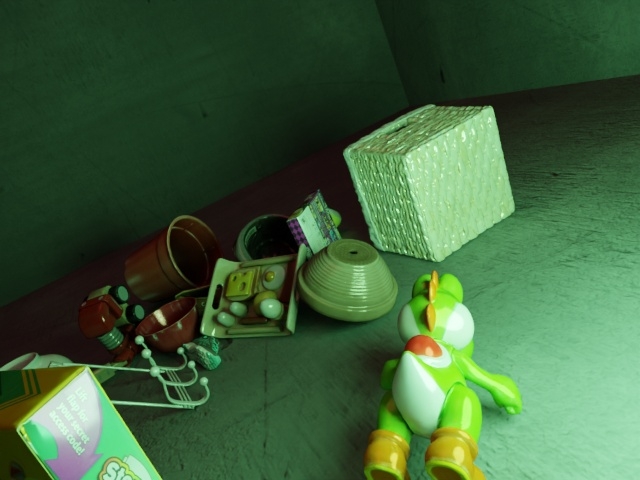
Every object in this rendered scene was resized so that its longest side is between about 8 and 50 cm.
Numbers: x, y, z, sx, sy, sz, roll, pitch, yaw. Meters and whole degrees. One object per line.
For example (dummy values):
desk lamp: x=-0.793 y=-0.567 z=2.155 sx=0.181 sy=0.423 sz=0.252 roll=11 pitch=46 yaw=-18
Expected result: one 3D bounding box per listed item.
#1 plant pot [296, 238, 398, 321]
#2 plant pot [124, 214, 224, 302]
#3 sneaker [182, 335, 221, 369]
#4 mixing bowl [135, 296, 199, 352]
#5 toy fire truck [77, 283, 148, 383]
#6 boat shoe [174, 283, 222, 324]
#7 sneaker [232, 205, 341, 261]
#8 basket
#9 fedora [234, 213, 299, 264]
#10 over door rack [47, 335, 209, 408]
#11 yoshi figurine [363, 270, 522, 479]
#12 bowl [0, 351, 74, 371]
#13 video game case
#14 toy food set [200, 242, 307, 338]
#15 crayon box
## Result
plant pot: x=0.068 y=0.071 z=1.146 sx=0.237 sy=0.110 sz=0.237 roll=6 pitch=29 yaw=-4
plant pot: x=-0.530 y=0.086 z=1.758 sx=0.265 sy=0.272 sz=0.272 roll=-23 pitch=17 yaw=24
sneaker: x=-0.283 y=0.271 z=1.247 sx=0.076 sy=0.065 sz=0.166 roll=-31 pitch=21 yaw=-32
mixing bowl: x=-0.410 y=0.249 z=1.390 sx=0.181 sy=0.098 sz=0.181 roll=-20 pitch=19 yaw=7
toy fire truck: x=-0.599 y=0.282 z=1.380 sx=0.158 sy=0.217 sz=0.246 roll=-19 pitch=34 yaw=12
boat shoe: x=-0.290 y=0.166 z=1.466 sx=0.307 sy=0.105 sz=0.111 roll=-20 pitch=18 yaw=9
sneaker: x=-0.095 y=0.010 z=1.675 sx=0.384 sy=0.145 sz=0.147 roll=-25 pitch=48 yaw=-10
basket: x=0.296 y=-0.157 z=1.336 sx=0.328 sy=0.331 sz=0.266 roll=-31 pitch=26 yaw=-20
fedora: x=-0.126 y=0.043 z=1.495 sx=0.243 sy=0.124 sz=0.275 roll=-33 pitch=52 yaw=-25
over door rack: x=-0.434 y=0.297 z=1.100 sx=0.324 sy=0.108 sz=0.239 roll=1 pitch=6 yaw=-28
yoshi figurine: x=0.180 y=0.216 z=0.766 sx=0.203 sy=0.203 sz=0.362 roll=-60 pitch=6 yaw=44
bowl: x=-0.829 y=0.410 z=1.394 sx=0.297 sy=0.134 sz=0.298 roll=-21 pitch=18 yaw=7
video game case: x=0.000 y=0.000 z=1.382 sx=0.041 sy=0.232 sz=0.210 roll=-16 pitch=20 yaw=24
toy food set: x=-0.175 y=0.130 z=1.275 sx=0.306 sy=0.092 sz=0.220 roll=-9 pitch=61 yaw=34
crayon box: x=-0.336 y=0.341 z=0.647 sx=0.313 sy=0.363 sz=0.106 roll=-11 pitch=22 yaw=33
